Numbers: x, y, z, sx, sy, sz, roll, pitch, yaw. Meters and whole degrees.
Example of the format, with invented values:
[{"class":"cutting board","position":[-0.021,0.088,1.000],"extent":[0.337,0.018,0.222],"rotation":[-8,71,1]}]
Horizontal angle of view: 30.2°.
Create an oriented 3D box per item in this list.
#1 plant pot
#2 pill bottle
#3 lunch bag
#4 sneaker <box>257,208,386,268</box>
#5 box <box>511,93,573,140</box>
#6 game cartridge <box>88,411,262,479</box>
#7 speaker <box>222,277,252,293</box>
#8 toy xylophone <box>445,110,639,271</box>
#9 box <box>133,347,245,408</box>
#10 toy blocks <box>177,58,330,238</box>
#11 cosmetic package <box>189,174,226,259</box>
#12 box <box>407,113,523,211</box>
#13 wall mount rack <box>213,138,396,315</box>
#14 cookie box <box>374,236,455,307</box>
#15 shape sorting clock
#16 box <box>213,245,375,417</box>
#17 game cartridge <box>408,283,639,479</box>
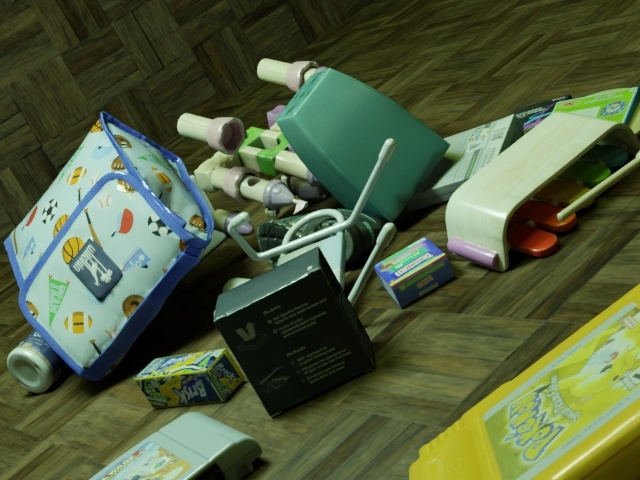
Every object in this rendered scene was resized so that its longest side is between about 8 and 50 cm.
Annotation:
[{"class":"plant pot","position":[0.055,-0.166,1.970],"extent":[0.165,0.234,0.165],"rotation":[-53,16,-10]},{"class":"pill bottle","position":[-0.482,0.192,2.159],"extent":[0.094,0.094,0.169],"rotation":[-16,22,37]},{"class":"lunch bag","position":[-0.361,0.013,2.059],"extent":[0.328,0.239,0.385],"rotation":[-50,39,13]},{"class":"sneaker","position":[0.000,0.000,1.979],"extent":[0.106,0.101,0.267],"rotation":[-24,16,-38]},{"class":"box","position":[0.353,-0.190,2.025],"extent":[0.116,0.029,0.162],"rotation":[-12,23,44]},{"class":"game cartridge","position":[-0.229,0.323,1.463],"extent":[0.297,0.062,0.198],"rotation":[-37,23,-22]},{"class":"speaker","position":[-0.107,0.090,1.919],"extent":[0.055,0.055,0.136],"rotation":[-37,18,-24]},{"class":"toy xylophone","position":[0.324,-0.075,1.642],"extent":[0.322,0.081,0.236],"rotation":[-33,31,-16]},{"class":"box","position":[-0.192,0.202,1.729],"extent":[0.168,0.059,0.054],"rotation":[-12,25,44]},{"class":"toy blocks","position":[-0.050,-0.137,2.163],"extent":[0.260,0.309,0.288],"rotation":[17,45,37]},{"class":"cosmetic package","position":[-0.319,-0.014,2.387],"extent":[0.151,0.151,0.183],"rotation":[-10,26,45]},{"class":"box","position":[0.235,-0.128,1.969],"extent":[0.186,0.038,0.145],"rotation":[-16,34,38]},{"class":"wall mount rack","position":[0.000,0.013,1.714],"extent":[0.304,0.130,0.350],"rotation":[-23,35,20]},{"class":"cookie box","position":[0.133,0.044,1.691],"extent":[0.091,0.040,0.107],"rotation":[-29,18,-3]},{"class":"shape sorting clock","position":[0.423,-0.177,1.853],"extent":[0.206,0.040,0.206],"rotation":[-24,29,14]},{"class":"box","position":[-0.033,0.118,1.548],"extent":[0.156,0.158,0.093],"rotation":[-26,17,8]},{"class":"game cartridge","position":[0.217,0.163,1.058],"extent":[0.323,0.053,0.285],"rotation":[-37,7,7]}]
